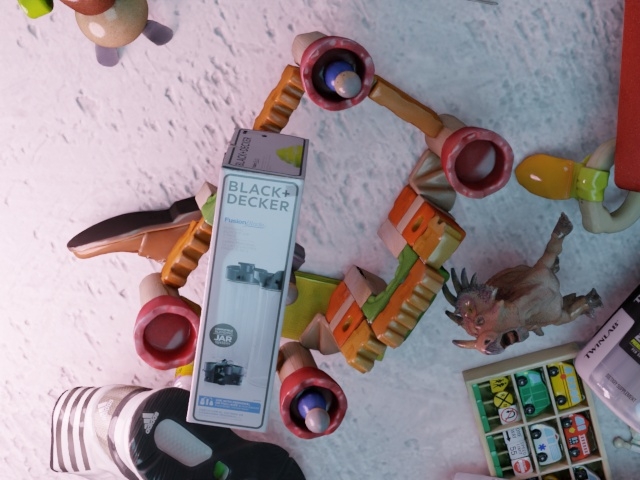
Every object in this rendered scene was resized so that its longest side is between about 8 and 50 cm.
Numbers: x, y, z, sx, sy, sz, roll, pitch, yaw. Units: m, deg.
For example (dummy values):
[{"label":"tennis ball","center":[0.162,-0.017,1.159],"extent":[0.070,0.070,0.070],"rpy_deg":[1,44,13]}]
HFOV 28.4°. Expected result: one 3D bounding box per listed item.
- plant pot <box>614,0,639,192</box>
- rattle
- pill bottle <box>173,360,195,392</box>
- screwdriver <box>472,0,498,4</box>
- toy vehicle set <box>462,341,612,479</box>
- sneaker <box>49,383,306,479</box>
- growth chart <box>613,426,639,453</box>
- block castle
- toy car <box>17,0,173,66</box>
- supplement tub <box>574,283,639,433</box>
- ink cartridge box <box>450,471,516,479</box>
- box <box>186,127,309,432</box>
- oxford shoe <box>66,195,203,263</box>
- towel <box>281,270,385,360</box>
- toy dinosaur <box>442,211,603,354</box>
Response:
[{"label":"plant pot","center":[0.528,-0.178,1.470],"extent":[0.267,0.236,0.267],"rpy_deg":[-13,113,-27]},{"label":"rattle","center":[0.383,-0.090,1.663],"extent":[0.200,0.143,0.130],"rpy_deg":[-32,105,-29]},{"label":"pill bottle","center":[-0.178,0.196,1.718],"extent":[0.043,0.083,0.043],"rpy_deg":[-1,110,-2]},{"label":"screwdriver","center":[0.141,-0.312,1.575],"extent":[0.170,0.024,0.025],"rpy_deg":[3,82,-10]},{"label":"toy vehicle set","center":[0.314,0.285,1.796],"extent":[0.166,0.035,0.266],"rpy_deg":[-16,110,4]},{"label":"sneaker","center":[-0.199,0.318,1.749],"extent":[0.258,0.169,0.447],"rpy_deg":[7,148,39]},{"label":"growth chart","center":[0.544,0.225,1.790],"extent":[0.172,0.021,0.237],"rpy_deg":[22,108,-10]},{"label":"block castle","center":[0.000,0.000,1.546],"extent":[0.303,0.213,0.453],"rpy_deg":[30,100,-21]},{"label":"toy car","center":[-0.257,-0.294,1.529],"extent":[0.155,0.149,0.188],"rpy_deg":[-20,139,9]},{"label":"supplement tub","center":[0.500,0.107,1.646],"extent":[0.194,0.193,0.316],"rpy_deg":[36,101,-14]},{"label":"ink cartridge box","center":[0.363,0.500,1.777],"extent":[0.385,0.091,0.308],"rpy_deg":[6,116,19]},{"label":"box","center":[-0.077,0.039,1.369],"extent":[0.087,0.169,0.289],"rpy_deg":[8,108,-1]},{"label":"oxford shoe","center":[-0.223,0.001,1.650],"extent":[0.212,0.076,0.076],"rpy_deg":[-11,115,1]},{"label":"towel","center":[-0.014,0.096,1.720],"extent":[0.237,0.021,0.102],"rpy_deg":[13,109,-7]},{"label":"toy dinosaur","center":[0.241,0.080,1.617],"extent":[0.200,0.295,0.127],"rpy_deg":[-26,78,-4]}]
